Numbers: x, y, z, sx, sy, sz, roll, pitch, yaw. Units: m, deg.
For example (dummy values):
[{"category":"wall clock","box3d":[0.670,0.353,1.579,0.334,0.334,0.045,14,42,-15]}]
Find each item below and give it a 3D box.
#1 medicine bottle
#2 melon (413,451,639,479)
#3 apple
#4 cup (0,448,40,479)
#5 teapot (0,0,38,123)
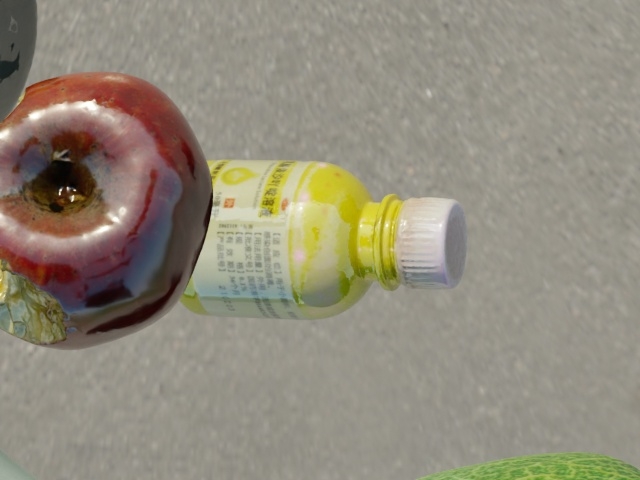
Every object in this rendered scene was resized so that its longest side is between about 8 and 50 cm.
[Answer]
[{"category":"medicine bottle","box3d":[0.000,0.000,1.450,0.212,0.122,0.121,1,111,20]},{"category":"melon","box3d":[0.064,0.277,1.352,0.344,0.331,0.226,-8,96,-14]},{"category":"apple","box3d":[-0.135,-0.014,1.138,0.147,0.158,0.156,-13,74,-6]},{"category":"cup","box3d":[-0.298,0.179,0.812,0.274,0.259,0.356,37,104,15]},{"category":"teapot","box3d":[-0.350,-0.144,1.282,0.376,0.361,0.305,-35,106,28]}]
